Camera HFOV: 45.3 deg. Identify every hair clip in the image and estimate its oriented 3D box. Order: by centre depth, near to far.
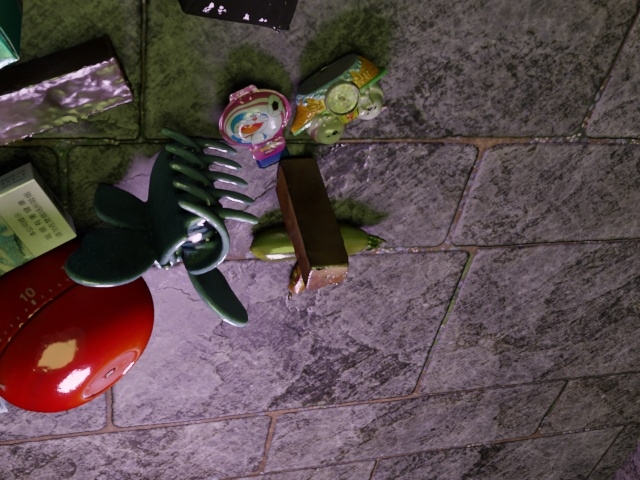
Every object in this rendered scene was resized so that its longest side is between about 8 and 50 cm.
[{"bbox_3d":[-0.273,-0.049,1.529,0.392,0.318,0.238,21,121,-32],"label":"hair clip"}]

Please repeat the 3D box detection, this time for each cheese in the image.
[{"bbox_3d":[-0.125,-0.229,1.588,0.155,0.062,0.244,-23,146,-1],"label":"cheese"}]

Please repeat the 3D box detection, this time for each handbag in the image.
[{"bbox_3d":[-0.122,-0.486,1.331,0.223,0.080,0.246,4,131,-23],"label":"handbag"}]

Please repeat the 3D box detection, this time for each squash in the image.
[{"bbox_3d":[0.000,0.000,1.834,0.341,0.094,0.094,-3,133,-14],"label":"squash"}]

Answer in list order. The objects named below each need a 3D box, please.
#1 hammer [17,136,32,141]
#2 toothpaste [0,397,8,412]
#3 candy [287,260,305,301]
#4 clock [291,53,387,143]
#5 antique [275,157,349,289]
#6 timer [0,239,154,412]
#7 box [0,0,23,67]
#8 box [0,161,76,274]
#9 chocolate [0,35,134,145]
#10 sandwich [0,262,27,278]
[{"bbox_3d":[-0.655,-0.194,1.459,0.201,0.021,0.078,-2,133,-16],"label":"hammer"},{"bbox_3d":[-0.835,0.300,1.832,0.081,0.067,0.336,-11,135,-10],"label":"toothpaste"},{"bbox_3d":[-0.048,0.085,1.924,0.046,0.053,0.182,18,123,-24],"label":"candy"},{"bbox_3d":[0.040,-0.281,1.568,0.231,0.103,0.144,-30,126,8],"label":"clock"},{"bbox_3d":[-0.022,-0.036,1.625,0.088,0.309,0.093,-5,141,-17],"label":"antique"},{"bbox_3d":[-0.536,0.190,1.638,0.378,0.279,0.378,-43,165,-15],"label":"timer"},{"bbox_3d":[-0.636,-0.314,1.223,0.311,0.205,0.118,-26,137,5],"label":"box"},{"bbox_3d":[-0.631,-0.021,1.485,0.257,0.069,0.164,-28,134,-5],"label":"box"},{"bbox_3d":[-0.508,-0.267,1.382,0.321,0.112,0.112,-20,137,-2],"label":"chocolate"},{"bbox_3d":[-0.717,0.017,1.588,0.226,0.087,0.251,7,128,-27],"label":"sandwich"}]
